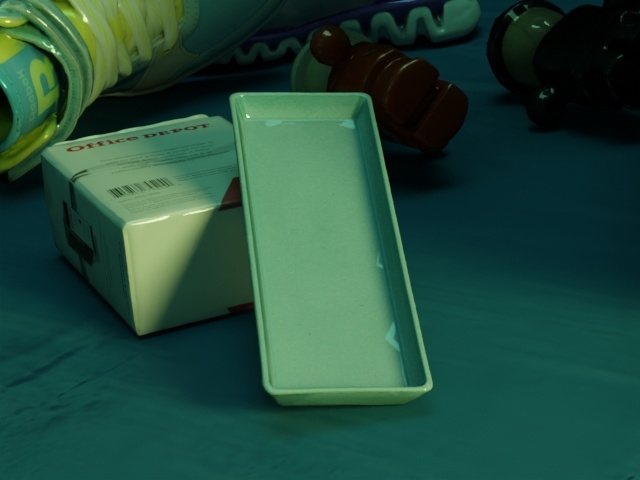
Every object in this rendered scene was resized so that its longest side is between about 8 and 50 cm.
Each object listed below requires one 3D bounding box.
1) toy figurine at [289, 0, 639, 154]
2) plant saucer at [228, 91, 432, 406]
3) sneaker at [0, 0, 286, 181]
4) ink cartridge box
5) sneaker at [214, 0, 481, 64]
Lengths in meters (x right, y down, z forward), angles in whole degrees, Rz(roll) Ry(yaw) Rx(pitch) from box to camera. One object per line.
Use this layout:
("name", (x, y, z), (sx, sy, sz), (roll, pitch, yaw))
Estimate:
("toy figurine", (0.082, -0.160, 1.004), (0.213, 0.210, 0.148), (-13, 15, -21))
("plant saucer", (0.000, 0.000, 0.762), (0.067, 0.018, 0.192), (0, 43, -8))
("sneaker", (-0.140, -0.120, 1.083), (0.319, 0.127, 0.208), (-21, 21, -12))
("ink cartridge box", (-0.067, -0.011, 0.857), (0.099, 0.056, 0.135), (-13, 22, -20))
("sneaker", (-0.008, -0.185, 1.248), (0.236, 0.105, 0.095), (-8, 22, -3))
